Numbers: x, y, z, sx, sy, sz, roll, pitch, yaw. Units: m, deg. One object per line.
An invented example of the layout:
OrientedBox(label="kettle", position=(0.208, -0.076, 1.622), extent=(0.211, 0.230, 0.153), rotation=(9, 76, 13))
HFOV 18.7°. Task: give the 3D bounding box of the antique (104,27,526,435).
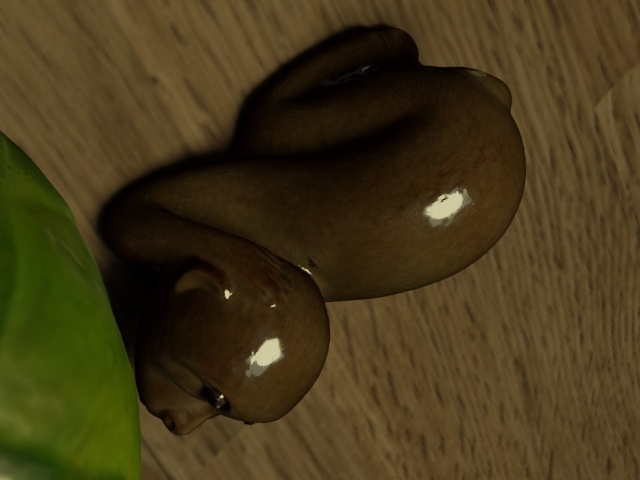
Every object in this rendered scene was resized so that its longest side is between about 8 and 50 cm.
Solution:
OrientedBox(label="antique", position=(0.000, 0.000, 1.046), extent=(0.257, 0.143, 0.121), rotation=(-38, 133, -17))

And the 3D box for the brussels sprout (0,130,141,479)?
OrientedBox(label="brussels sprout", position=(-0.229, 0.104, 0.814), extent=(0.289, 0.281, 0.354), rotation=(21, 106, -43))
